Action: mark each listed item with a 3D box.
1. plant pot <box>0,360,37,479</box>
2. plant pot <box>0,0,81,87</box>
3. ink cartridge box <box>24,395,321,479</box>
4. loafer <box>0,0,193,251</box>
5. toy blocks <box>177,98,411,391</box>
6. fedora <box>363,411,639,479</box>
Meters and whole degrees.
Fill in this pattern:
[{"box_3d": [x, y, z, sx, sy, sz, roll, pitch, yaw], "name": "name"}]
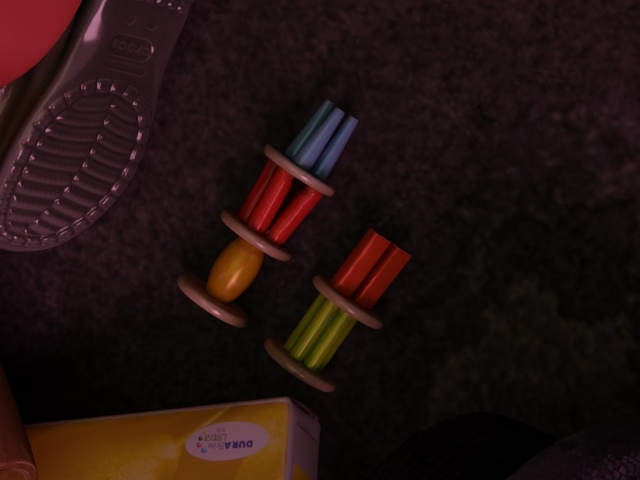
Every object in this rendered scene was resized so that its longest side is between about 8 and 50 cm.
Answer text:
[{"box_3d": [-0.288, 0.080, 0.976, 0.237, 0.237, 0.254, -46, 71, 9], "name": "plant pot"}, {"box_3d": [-0.275, -0.207, 0.958, 0.275, 0.243, 0.275, -12, 70, 36], "name": "plant pot"}, {"box_3d": [-0.153, 0.255, 0.971, 0.303, 0.072, 0.307, -8, 60, 22], "name": "ink cartridge box"}, {"box_3d": [-0.152, -0.110, 1.055, 0.087, 0.094, 0.251, 35, 101, 44], "name": "loafer"}, {"box_3d": [0.000, 0.000, 1.031, 0.123, 0.054, 0.148, 35, 97, 10], "name": "toy blocks"}, {"box_3d": [0.098, 0.217, 0.945, 0.152, 0.334, 0.334, 39, 100, 45], "name": "fedora"}]
